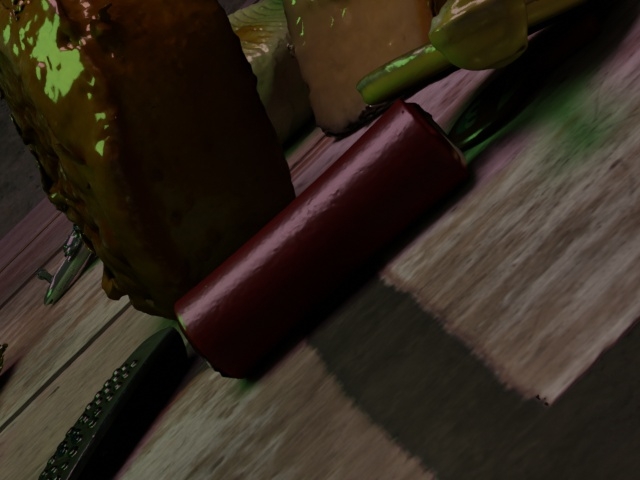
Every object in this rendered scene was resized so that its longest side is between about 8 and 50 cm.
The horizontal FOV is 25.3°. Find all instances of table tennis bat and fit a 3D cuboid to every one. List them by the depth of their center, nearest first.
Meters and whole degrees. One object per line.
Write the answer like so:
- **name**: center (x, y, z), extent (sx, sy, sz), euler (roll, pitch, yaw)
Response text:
- **table tennis bat**: center (0.124, -0.150, 1.030), extent (0.224, 0.054, 0.368), euler (-24, 2, 9)
- **table tennis bat**: center (0.153, -0.121, 1.096), extent (0.154, 0.019, 0.098), euler (-39, 13, 30)

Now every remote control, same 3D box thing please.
- **remote control**: center (-0.177, 0.156, 1.165), extent (0.072, 0.042, 0.222), euler (-29, 22, 49)

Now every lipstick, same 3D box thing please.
- **lipstick**: center (0.000, 0.000, 1.043), extent (0.241, 0.080, 0.080), euler (-42, 14, 9)

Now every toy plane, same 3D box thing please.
- **toy plane**: center (-0.339, -0.001, 2.072), extent (0.226, 0.058, 0.226), euler (-49, -2, -19)

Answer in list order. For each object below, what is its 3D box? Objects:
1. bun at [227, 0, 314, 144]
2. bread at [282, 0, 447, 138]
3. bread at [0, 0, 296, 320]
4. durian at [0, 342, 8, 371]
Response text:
- **bun**: center (-0.088, -0.180, 1.690), extent (0.243, 0.153, 0.244), euler (-20, 23, 9)
- **bread**: center (0.027, -0.300, 1.416), extent (0.248, 0.315, 0.279), euler (-30, 29, 50)
- **bread**: center (-0.166, -0.105, 1.318), extent (0.204, 0.358, 0.337), euler (-27, 35, -12)
- **durian**: center (-0.572, 0.232, 1.792), extent (0.394, 0.163, 0.198), euler (-43, 1, -14)
